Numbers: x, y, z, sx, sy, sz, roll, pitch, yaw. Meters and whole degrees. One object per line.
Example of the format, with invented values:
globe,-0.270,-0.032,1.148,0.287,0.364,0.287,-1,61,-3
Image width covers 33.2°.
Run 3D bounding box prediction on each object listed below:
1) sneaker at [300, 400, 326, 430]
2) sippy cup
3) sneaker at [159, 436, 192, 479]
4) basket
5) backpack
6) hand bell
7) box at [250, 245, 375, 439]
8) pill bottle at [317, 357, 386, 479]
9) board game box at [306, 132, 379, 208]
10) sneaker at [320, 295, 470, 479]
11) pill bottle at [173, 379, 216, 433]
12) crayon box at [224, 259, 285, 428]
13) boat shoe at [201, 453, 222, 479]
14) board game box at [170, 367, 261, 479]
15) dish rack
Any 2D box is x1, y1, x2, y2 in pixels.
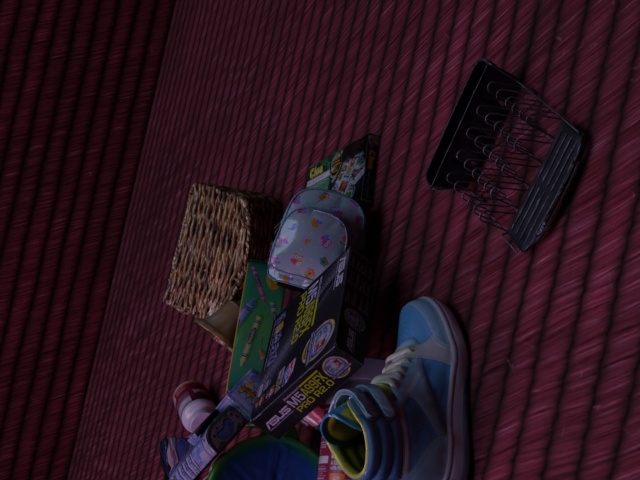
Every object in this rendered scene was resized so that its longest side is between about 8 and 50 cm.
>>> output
sneaker,0.004,0.216,1.862,0.136,0.116,0.314,-66,25,20
sippy cup,-0.107,0.473,1.870,0.305,0.240,0.224,-44,-4,-27
sneaker,-0.318,0.555,2.473,0.080,0.081,0.211,-168,74,-66
basket,-0.179,0.037,2.404,0.213,0.223,0.299,17,94,34
backpack,0.000,0.000,1.908,0.144,0.166,0.188,52,-125,-72
hand bell,-0.139,0.113,2.231,0.242,0.126,0.126,-52,20,-11
box,-0.009,0.161,1.732,0.216,0.060,0.270,-45,18,30
pill bottle,0.062,0.300,1.675,0.121,0.121,0.221,-25,56,62
board game box,0.036,-0.108,2.071,0.259,0.030,0.136,-23,60,62
sneaker,0.098,0.207,1.532,0.127,0.208,0.319,130,146,-48
pill bottle,-0.283,0.389,2.461,0.152,0.086,0.086,45,119,63
crayon box,-0.126,0.199,2.051,0.165,0.081,0.278,106,173,-60
boat shoe,-0.182,0.493,2.169,0.285,0.089,0.105,-174,96,-67
board game box,-0.165,0.312,1.829,0.194,0.060,0.194,-52,-6,38
dish rack,0.259,-0.116,1.508,0.208,0.074,0.271,-68,25,22
